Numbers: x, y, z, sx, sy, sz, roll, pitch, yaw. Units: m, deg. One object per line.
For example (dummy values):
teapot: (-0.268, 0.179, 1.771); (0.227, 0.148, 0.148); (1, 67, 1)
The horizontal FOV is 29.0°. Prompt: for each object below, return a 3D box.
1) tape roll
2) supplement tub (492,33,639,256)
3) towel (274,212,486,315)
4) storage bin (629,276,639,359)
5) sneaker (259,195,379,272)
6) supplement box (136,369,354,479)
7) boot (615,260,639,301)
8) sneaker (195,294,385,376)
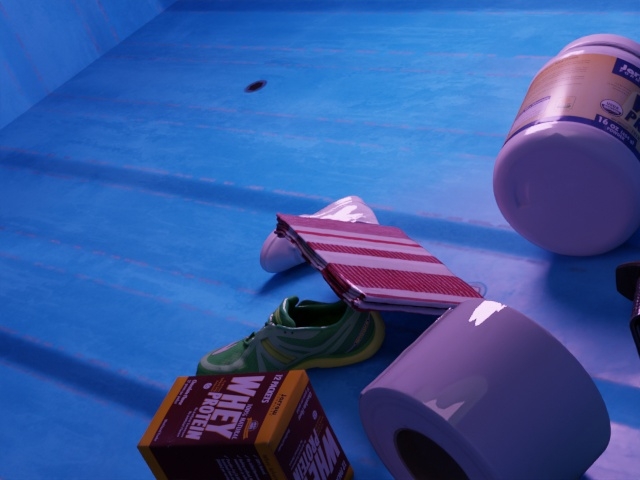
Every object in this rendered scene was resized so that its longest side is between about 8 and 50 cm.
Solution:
tape roll: (0.187, 0.213, 1.431); (0.169, 0.246, 0.246); (-41, 33, -25)
supplement tub: (0.404, -0.152, 1.872); (0.228, 0.228, 0.316); (-5, 35, 30)
towel: (0.091, 0.041, 1.869); (0.237, 0.037, 0.329); (6, 19, -26)
storage bin: (0.481, 0.103, 1.514); (0.180, 0.122, 0.084); (-7, 35, 28)
sneaker: (0.000, 0.000, 2.087); (0.212, 0.080, 0.094); (-30, 42, -11)
supplement box: (-0.091, 0.280, 1.578); (0.194, 0.191, 0.129); (-6, 35, 28)
boot: (0.509, 0.034, 1.669); (0.197, 0.077, 0.137); (8, 36, 24)
sneaker: (-0.054, 0.142, 1.841); (0.295, 0.124, 0.109); (-19, 30, 10)
